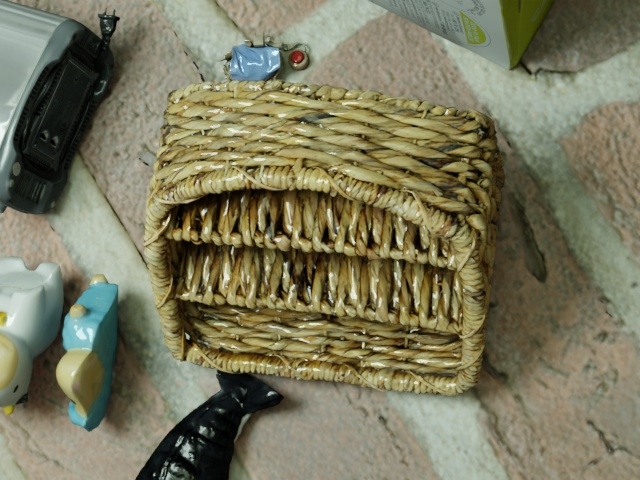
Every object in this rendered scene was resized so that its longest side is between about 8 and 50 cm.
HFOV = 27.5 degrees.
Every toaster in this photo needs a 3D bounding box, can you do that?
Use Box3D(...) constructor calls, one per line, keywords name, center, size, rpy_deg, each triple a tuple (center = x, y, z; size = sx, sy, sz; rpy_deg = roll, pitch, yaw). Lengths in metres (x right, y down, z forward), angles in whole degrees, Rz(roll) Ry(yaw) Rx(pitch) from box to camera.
Box3D(name="toaster", center=(-0.305, -0.146, 1.272), size=(0.147, 0.129, 0.226), rpy_deg=(21, 86, 17))

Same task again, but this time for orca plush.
Box3D(name="orca plush", center=(-0.124, 0.252, 1.172), size=(0.151, 0.102, 0.287), rpy_deg=(35, 88, 15))

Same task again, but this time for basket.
Box3D(name="basket", center=(0.000, 0.000, 1.129), size=(0.299, 0.213, 0.223), rpy_deg=(7, 75, 12))

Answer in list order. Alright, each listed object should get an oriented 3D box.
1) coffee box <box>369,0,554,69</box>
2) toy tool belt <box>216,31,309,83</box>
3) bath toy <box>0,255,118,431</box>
Box3D(name="coffee box", center=(0.099, -0.402, 1.128), size=(0.334, 0.338, 0.337), rpy_deg=(29, 87, 14))
Box3D(name="toy tool belt", center=(-0.056, -0.175, 1.265), size=(0.083, 0.051, 0.052), rpy_deg=(-8, 78, 10))
Box3D(name="bath toy", center=(-0.365, 0.085, 1.247), size=(0.348, 0.151, 0.129), rpy_deg=(11, 117, 14))
